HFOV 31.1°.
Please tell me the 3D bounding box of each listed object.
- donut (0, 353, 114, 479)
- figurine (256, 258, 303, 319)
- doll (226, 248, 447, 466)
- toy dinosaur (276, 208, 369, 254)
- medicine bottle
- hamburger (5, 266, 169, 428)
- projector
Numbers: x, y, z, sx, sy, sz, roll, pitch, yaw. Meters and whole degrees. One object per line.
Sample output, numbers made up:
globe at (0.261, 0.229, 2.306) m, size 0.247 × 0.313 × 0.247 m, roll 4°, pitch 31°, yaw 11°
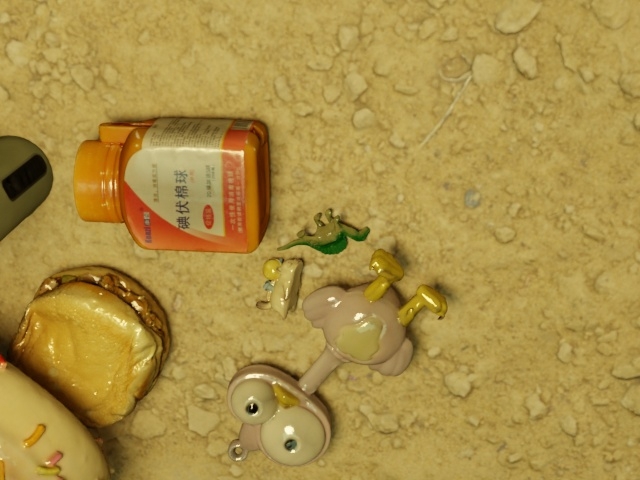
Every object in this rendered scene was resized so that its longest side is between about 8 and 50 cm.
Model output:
donut at (-0.419, 0.249, 1.456) m, size 0.382 × 0.142 × 0.383 m, roll 28°, pitch 153°, yaw 16°
figurine at (-0.054, 0.057, 1.470) m, size 0.050 × 0.047 × 0.083 m, roll 16°, pitch 109°, yaw 12°
doll at (0.002, 0.165, 1.476) m, size 0.160 × 0.094 × 0.365 m, roll 37°, pitch 110°, yaw -14°
toy dinosaur at (0.001, 0.000, 1.450) m, size 0.119 × 0.029 × 0.060 m, roll -25°, pitch 123°, yaw 19°
medicine bottle at (-0.177, -0.068, 1.396) m, size 0.222 × 0.112 × 0.149 m, roll 2°, pitch 112°, yaw 6°
hamburger at (-0.298, 0.137, 1.497) m, size 0.213 × 0.108 × 0.214 m, roll 2°, pitch 111°, yaw 7°
projector at (-0.408, -0.031, 1.321) m, size 0.108 × 0.337 × 0.108 m, roll 2°, pitch 109°, yaw 5°
